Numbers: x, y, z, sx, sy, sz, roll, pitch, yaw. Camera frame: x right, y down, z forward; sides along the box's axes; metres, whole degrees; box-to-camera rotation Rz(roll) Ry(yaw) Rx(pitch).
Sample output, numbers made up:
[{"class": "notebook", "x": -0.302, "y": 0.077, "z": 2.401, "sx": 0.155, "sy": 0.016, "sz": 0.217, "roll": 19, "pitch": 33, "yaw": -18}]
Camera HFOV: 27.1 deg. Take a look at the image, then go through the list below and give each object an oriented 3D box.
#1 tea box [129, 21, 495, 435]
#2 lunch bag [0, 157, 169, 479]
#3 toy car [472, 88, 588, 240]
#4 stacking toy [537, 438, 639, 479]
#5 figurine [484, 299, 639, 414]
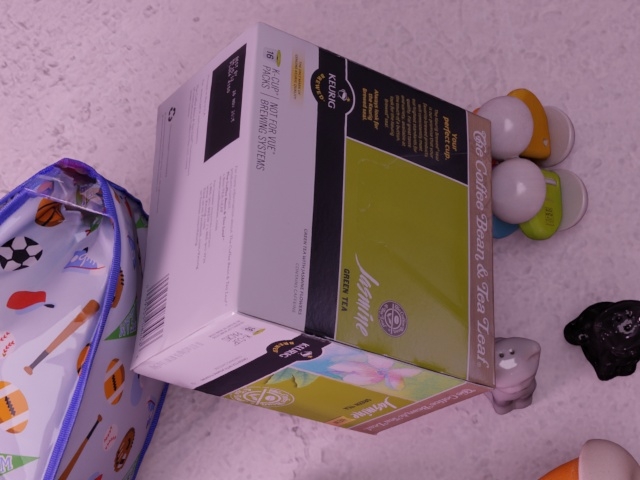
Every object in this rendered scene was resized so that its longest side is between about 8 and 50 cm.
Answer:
[{"class": "tea box", "x": 0.000, "y": 0.000, "z": 1.415, "sx": 0.324, "sy": 0.220, "sz": 0.328, "roll": 19, "pitch": 59, "yaw": -29}, {"class": "lunch bag", "x": -0.295, "y": 0.120, "z": 1.464, "sx": 0.239, "sy": 0.328, "sz": 0.385, "roll": 19, "pitch": 82, "yaw": 9}, {"class": "toy car", "x": 0.224, "y": -0.082, "z": 1.574, "sx": 0.136, "sy": 0.159, "sz": 0.181, "roll": -18, "pitch": 76, "yaw": 36}, {"class": "stacking toy", "x": 0.154, "y": 0.435, "z": 1.418, "sx": 0.480, "sy": 0.351, "sz": 0.350, "roll": -19, "pitch": 77, "yaw": 17}, {"class": "figurine", "x": 0.266, "y": 0.123, "z": 1.482, "sx": 0.215, "sy": 0.209, "sz": 0.092, "roll": -18, "pitch": 78, "yaw": 0}]
